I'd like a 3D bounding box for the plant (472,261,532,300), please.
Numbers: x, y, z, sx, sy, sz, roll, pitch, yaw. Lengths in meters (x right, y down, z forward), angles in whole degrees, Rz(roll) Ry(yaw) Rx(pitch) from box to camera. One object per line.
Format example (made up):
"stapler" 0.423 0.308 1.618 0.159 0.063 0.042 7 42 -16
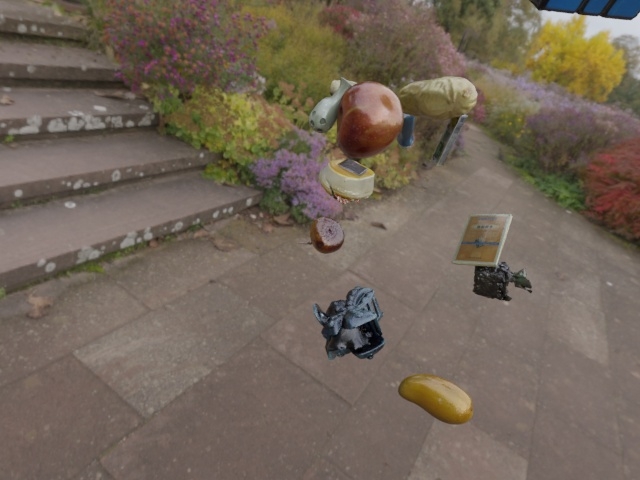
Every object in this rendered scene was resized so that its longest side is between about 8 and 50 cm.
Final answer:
"plant" 0.668 0.148 1.587 0.203 0.131 0.142 0 15 25

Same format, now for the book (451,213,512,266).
"book" 0.610 -0.006 1.626 0.170 0.018 0.242 2 52 40

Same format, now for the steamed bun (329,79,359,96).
"steamed bun" 0.161 -0.485 1.528 0.231 0.110 0.212 36 5 -31

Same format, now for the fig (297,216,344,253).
"fig" 0.000 0.000 1.718 0.133 0.201 0.146 3 65 -32

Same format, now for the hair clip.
"hair clip" 0.094 0.264 1.387 0.206 0.195 0.310 -21 7 10

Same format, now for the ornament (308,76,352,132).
"ornament" 0.029 -0.370 1.198 0.081 0.156 0.074 45 8 37

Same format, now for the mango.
"mango" 0.285 0.385 1.063 0.183 0.102 0.084 18 18 29

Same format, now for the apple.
"apple" 0.128 -0.313 1.130 0.162 0.201 0.201 4 28 -6

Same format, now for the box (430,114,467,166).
"box" 0.466 -0.372 1.574 0.041 0.207 0.050 -3 38 -30

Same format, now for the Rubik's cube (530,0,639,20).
"Rubik's cube" 0.535 -0.638 0.830 0.288 0.283 0.294 -8 60 -20

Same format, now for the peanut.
"peanut" 0.377 -0.479 1.453 0.147 0.148 0.318 -3 16 -35

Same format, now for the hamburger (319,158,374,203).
"hamburger" 0.120 -0.270 1.967 0.227 0.152 0.295 39 35 23

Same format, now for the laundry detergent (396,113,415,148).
"laundry detergent" 0.404 -0.532 2.029 0.094 0.290 0.144 -12 62 6
